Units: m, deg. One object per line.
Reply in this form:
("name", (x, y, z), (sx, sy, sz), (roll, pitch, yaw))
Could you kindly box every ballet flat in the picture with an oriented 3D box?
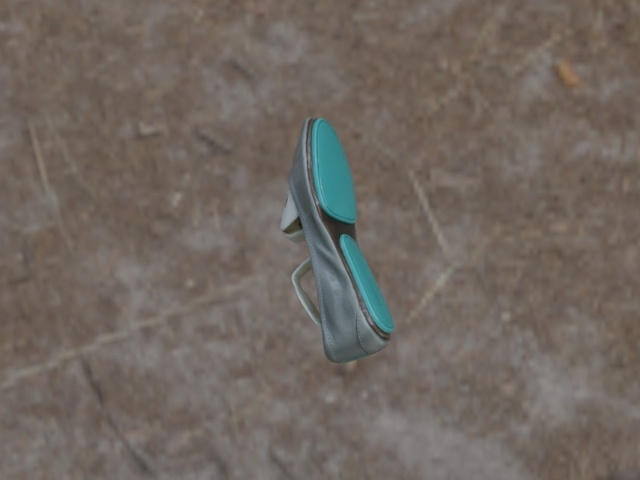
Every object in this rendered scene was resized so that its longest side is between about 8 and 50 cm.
("ballet flat", (0.000, 0.000, 1.548), (0.068, 0.072, 0.213), (-27, 63, 22))
